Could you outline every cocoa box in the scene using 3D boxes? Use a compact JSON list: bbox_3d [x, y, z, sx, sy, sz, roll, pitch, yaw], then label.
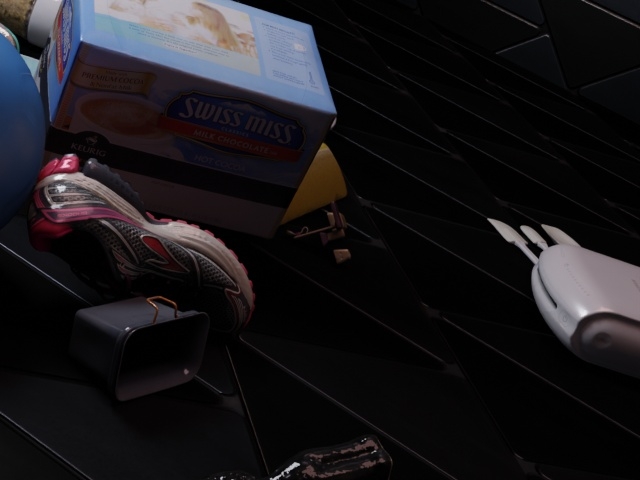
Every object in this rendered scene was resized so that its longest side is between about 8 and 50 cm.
[{"bbox_3d":[-0.189,-0.188,1.645,0.347,0.228,0.231,14,37,-22],"label":"cocoa box"}]

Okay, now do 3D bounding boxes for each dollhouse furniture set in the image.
[{"bbox_3d":[0.000,0.000,1.850,0.081,0.091,0.114,-17,-5,6],"label":"dollhouse furniture set"}]

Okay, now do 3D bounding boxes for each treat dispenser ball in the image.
[{"bbox_3d":[-0.439,-0.117,1.313,0.288,0.288,0.288,20,22,-8],"label":"treat dispenser ball"}]

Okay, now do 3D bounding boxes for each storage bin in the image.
[{"bbox_3d":[-0.199,0.101,1.324,0.091,0.098,0.135,23,19,30],"label":"storage bin"}]

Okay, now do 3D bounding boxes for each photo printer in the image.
[{"bbox_3d":[0.478,0.118,1.913,0.307,0.107,0.256,18,22,-12],"label":"photo printer"}]

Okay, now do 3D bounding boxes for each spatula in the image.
[{"bbox_3d":[0.417,0.029,2.177,0.168,0.019,0.242,11,25,-30],"label":"spatula"}]

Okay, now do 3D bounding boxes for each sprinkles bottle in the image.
[{"bbox_3d":[-0.602,-0.445,2.131,0.355,0.121,0.121,21,22,-3],"label":"sprinkles bottle"}]

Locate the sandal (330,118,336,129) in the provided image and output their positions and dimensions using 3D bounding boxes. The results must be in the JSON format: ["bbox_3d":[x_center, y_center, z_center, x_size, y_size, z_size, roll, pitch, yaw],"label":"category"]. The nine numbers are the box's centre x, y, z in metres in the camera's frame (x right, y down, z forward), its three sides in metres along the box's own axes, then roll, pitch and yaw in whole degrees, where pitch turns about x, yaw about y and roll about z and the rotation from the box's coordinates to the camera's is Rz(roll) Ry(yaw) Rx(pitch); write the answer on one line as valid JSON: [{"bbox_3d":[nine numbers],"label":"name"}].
[{"bbox_3d":[-0.059,-0.293,2.394,0.102,0.076,0.265,-9,57,-30],"label":"sandal"}]

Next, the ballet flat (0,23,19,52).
[{"bbox_3d":[-0.584,-0.305,1.849,0.316,0.107,0.106,21,22,35],"label":"ballet flat"}]

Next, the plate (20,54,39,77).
[{"bbox_3d":[-0.470,-0.252,1.946,0.188,0.024,0.188,20,21,-8],"label":"plate"}]

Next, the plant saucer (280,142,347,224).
[{"bbox_3d":[-0.143,-0.153,1.966,0.333,0.081,0.333,31,23,16],"label":"plant saucer"}]

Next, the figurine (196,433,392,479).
[{"bbox_3d":[-0.003,0.279,1.125,0.209,0.092,0.215,-3,33,-33],"label":"figurine"}]

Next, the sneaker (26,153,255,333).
[{"bbox_3d":[-0.208,0.030,1.416,0.299,0.121,0.112,33,40,-25],"label":"sneaker"}]
